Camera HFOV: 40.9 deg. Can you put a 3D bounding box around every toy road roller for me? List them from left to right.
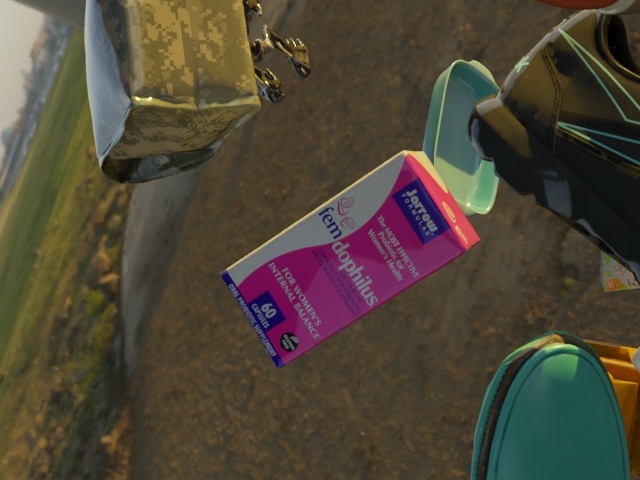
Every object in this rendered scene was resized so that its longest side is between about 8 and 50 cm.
[{"bbox_3d":[0.451,0.267,1.368,0.329,0.240,0.203,-178,97,-66],"label":"toy road roller"}]

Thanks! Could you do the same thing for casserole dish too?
[{"bbox_3d":[0.161,-0.115,0.981,0.037,0.114,0.189,-9,62,47],"label":"casserole dish"}]

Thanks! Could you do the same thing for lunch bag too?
[{"bbox_3d":[-0.195,-0.214,1.014,0.287,0.168,0.235,-27,70,62],"label":"lunch bag"}]

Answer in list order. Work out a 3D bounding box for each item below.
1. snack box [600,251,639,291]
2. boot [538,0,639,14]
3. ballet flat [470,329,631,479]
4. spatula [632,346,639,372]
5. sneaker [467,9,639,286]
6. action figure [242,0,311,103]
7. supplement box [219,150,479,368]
[{"bbox_3d":[0.544,0.029,1.437,0.037,0.141,0.100,-87,-10,-61],"label":"snack box"},{"bbox_3d":[0.123,-0.171,0.362,0.059,0.084,0.158,-115,28,-48],"label":"boot"},{"bbox_3d":[0.120,0.168,0.455,0.087,0.083,0.248,-173,75,-87],"label":"ballet flat"},{"bbox_3d":[0.522,0.166,1.051,0.168,0.242,0.019,-50,3,6],"label":"spatula"},{"bbox_3d":[0.194,-0.015,0.428,0.267,0.101,0.106,45,112,21],"label":"sneaker"},{"bbox_3d":[-0.135,-0.311,1.306,0.164,0.275,0.141,-50,57,8],"label":"action figure"},{"bbox_3d":[0.031,0.016,0.842,0.220,0.111,0.114,-34,-5,15],"label":"supplement box"}]
